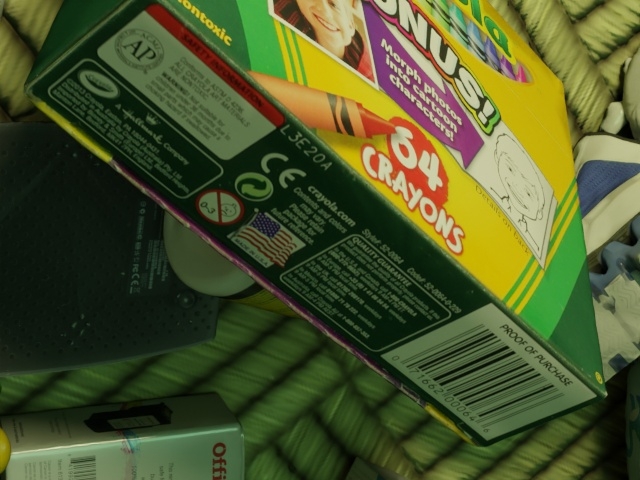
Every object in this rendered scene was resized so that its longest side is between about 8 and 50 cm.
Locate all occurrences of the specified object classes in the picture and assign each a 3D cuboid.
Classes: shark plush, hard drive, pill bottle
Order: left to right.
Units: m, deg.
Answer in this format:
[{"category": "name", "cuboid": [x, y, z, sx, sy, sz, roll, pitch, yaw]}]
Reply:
[{"category": "hard drive", "cuboid": [-0.176, 0.002, 0.718, 0.255, 0.054, 0.171, -3, 106, -43]}, {"category": "pill bottle", "cuboid": [0.000, 0.000, 0.761, 0.208, 0.119, 0.119, 19, 97, -46]}, {"category": "shark plush", "cuboid": [0.291, -0.142, 0.915, 0.067, 0.073, 0.161, 6, 80, -41]}]

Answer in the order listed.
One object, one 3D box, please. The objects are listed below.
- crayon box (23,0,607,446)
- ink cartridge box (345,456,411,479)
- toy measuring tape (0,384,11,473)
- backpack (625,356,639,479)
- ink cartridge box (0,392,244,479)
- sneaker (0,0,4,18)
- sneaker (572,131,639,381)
[{"category": "crayon box", "cuboid": [0.026, -0.097, 0.662, 0.106, 0.313, 0.363, -30, 124, 32]}, {"category": "ink cartridge box", "cuboid": [0.033, 0.284, 0.856, 0.062, 0.104, 0.181, 26, 88, -22]}, {"category": "toy measuring tape", "cuboid": [-0.356, 0.073, 0.689, 0.330, 0.121, 0.121, 35, 89, -12]}, {"category": "backpack", "cuboid": [0.411, 0.147, 0.930, 0.290, 0.273, 0.355, -9, 94, -12]}, {"category": "ink cartridge box", "cuboid": [-0.152, 0.196, 0.806, 0.175, 0.072, 0.127, -3, 104, -20]}, {"category": "sneaker", "cuboid": [-0.278, -0.117, 0.547, 0.130, 0.323, 0.236, 45, 93, -5]}, {"category": "sneaker", "cuboid": [0.219, 0.017, 0.876, 0.316, 0.182, 0.127, -29, 117, 21]}]
